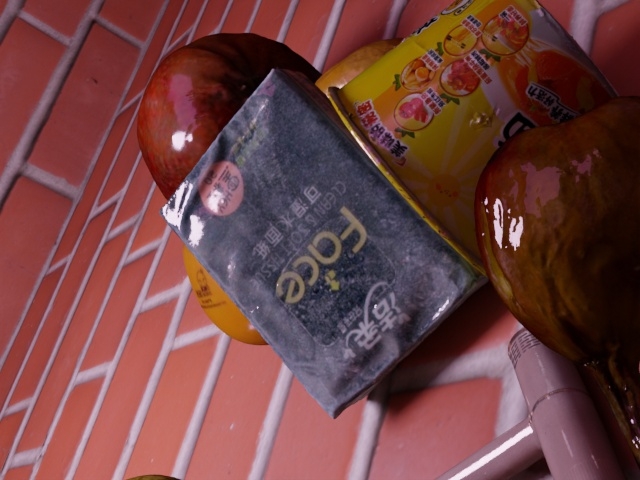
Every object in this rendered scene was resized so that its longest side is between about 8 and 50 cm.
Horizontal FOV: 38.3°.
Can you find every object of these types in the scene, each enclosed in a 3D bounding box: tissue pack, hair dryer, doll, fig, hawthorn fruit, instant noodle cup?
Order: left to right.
[{"bbox_3d":[-0.132,-0.158,1.415,0.325,0.308,0.308,104,178,-56],"label":"hawthorn fruit"},{"bbox_3d":[-0.052,0.026,1.211,0.236,0.214,0.213,-22,12,-26],"label":"doll"},{"bbox_3d":[0.000,0.000,1.005,0.228,0.316,0.103,-48,-14,22],"label":"tissue pack"},{"bbox_3d":[0.164,-0.118,0.896,0.200,0.264,0.264,-42,29,14],"label":"instant noodle cup"},{"bbox_3d":[0.147,0.204,0.777,0.220,0.053,0.195,-49,24,22],"label":"hair dryer"},{"bbox_3d":[0.206,0.032,0.692,0.190,0.190,0.290,-29,42,45],"label":"fig"}]

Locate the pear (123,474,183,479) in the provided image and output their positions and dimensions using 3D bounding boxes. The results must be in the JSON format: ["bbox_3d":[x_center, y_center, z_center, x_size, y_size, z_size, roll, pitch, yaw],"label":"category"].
[{"bbox_3d":[-0.188,0.364,1.049,0.197,0.197,0.197,-41,31,31],"label":"pear"}]

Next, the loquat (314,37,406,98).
[{"bbox_3d":[0.077,-0.149,1.139,0.234,0.176,0.187,-16,66,37],"label":"loquat"}]
